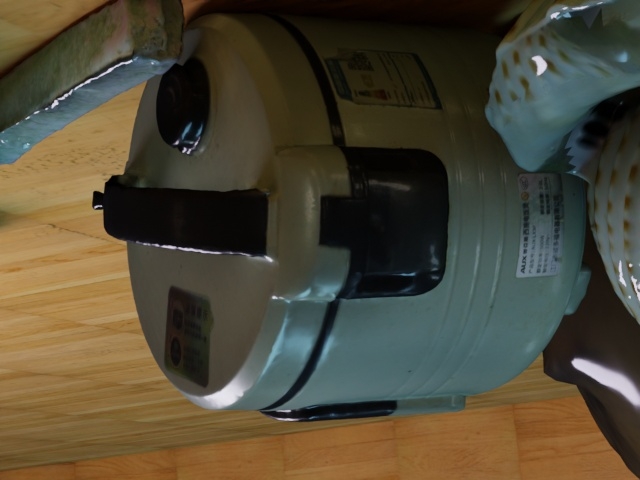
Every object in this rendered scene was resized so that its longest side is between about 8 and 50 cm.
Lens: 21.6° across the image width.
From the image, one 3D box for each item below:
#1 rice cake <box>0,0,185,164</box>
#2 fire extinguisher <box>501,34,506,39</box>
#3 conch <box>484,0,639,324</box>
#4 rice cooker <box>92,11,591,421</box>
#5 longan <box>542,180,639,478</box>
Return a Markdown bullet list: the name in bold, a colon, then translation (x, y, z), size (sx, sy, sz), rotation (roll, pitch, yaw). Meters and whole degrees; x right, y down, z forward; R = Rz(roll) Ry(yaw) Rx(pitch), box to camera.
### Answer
- **rice cake**: translation (-0.142, -0.086, 0.926), size (0.034, 0.043, 0.211), rotation (11, 161, -35)
- **fire extinguisher**: translation (0.107, -0.110, 0.977), size (0.028, 0.022, 0.083), rotation (39, 154, -13)
- **conch**: translation (0.247, -0.062, 0.758), size (0.319, 0.215, 0.303), rotation (-7, 137, 48)
- **rice cooker**: translation (0.007, -0.012, 0.910), size (0.244, 0.226, 0.226), rotation (3, 166, -29)
- **longan**: translation (0.282, 0.034, 1.065), size (0.319, 0.319, 0.319), rotation (-5, 169, -1)
